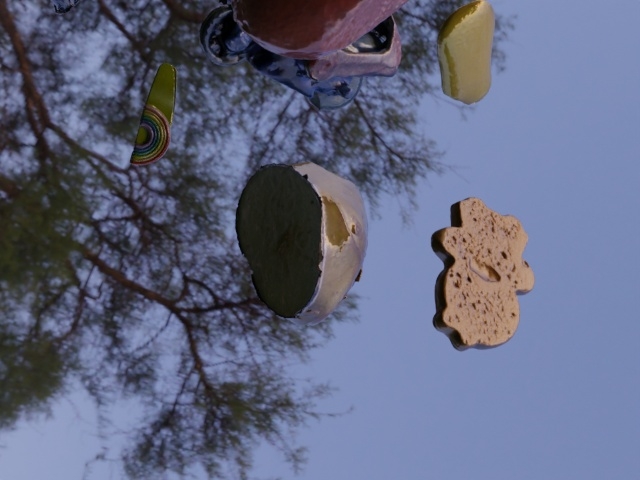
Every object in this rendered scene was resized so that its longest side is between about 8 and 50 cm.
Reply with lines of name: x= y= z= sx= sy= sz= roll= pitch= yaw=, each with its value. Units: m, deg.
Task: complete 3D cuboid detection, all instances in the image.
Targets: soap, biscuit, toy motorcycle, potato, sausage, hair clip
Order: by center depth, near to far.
sausage: x=0.027 y=-0.295 z=0.961 sx=0.254 sy=0.148 sz=0.148 roll=-42 pitch=-127 yaw=5
soap: x=0.191 y=-0.243 z=1.156 sx=0.089 sy=0.168 sz=0.033 roll=-26 pitch=-125 yaw=-12
biscuit: x=0.213 y=0.050 z=1.171 sx=0.036 sy=0.166 sz=0.226 roll=-37 pitch=-145 yaw=53
toy motorcycle: x=-0.026 y=-0.351 z=1.392 sx=0.182 sy=0.319 sz=0.241 roll=11 pitch=-95 yaw=50
potato: x=0.000 y=0.000 z=1.534 sx=0.246 sy=0.196 sz=0.300 roll=-57 pitch=-138 yaw=33
hair clip: x=-0.284 y=-0.219 z=1.536 sx=0.033 sy=0.060 sz=0.188 roll=-174 pitch=-83 yaw=-70

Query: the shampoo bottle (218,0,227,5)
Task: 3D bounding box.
shampoo bottle: x=-0.131 y=-0.571 z=1.717 sx=0.078 sy=0.127 sz=0.257 roll=41 pitch=-60 yaw=14

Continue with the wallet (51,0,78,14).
wallet: x=-0.507 y=-0.504 z=1.533 sx=0.059 sy=0.202 sz=0.141 roll=-31 pitch=-135 yaw=9
